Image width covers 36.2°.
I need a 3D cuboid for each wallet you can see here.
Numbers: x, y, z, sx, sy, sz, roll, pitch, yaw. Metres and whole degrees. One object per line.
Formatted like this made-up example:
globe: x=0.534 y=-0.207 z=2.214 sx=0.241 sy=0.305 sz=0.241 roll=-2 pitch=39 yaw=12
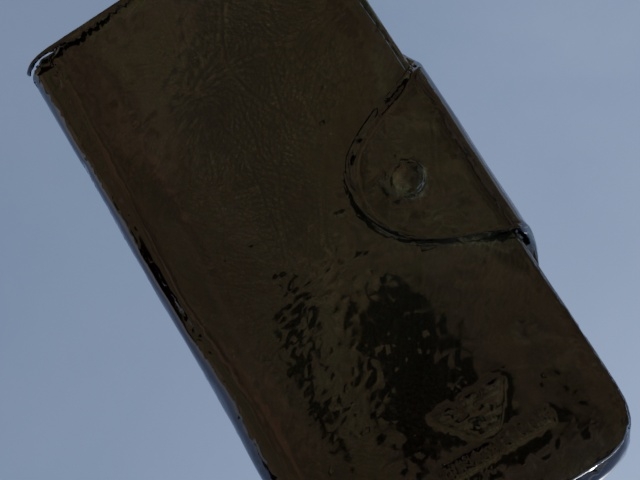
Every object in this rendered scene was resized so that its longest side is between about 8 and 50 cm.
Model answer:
wallet: x=0.000 y=0.000 z=0.465 sx=0.172 sy=0.045 sz=0.318 roll=-32 pitch=-104 yaw=2
